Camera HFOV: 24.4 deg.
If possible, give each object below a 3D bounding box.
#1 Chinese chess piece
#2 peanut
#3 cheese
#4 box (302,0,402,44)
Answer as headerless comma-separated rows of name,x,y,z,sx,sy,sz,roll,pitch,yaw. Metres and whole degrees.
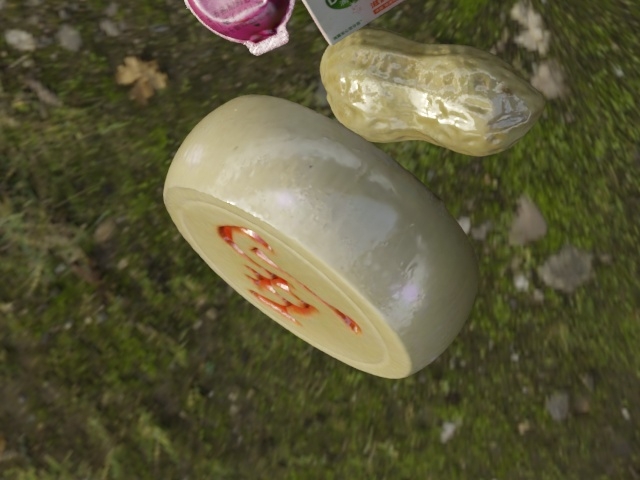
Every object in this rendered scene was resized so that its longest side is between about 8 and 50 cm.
Chinese chess piece,0.000,0.000,1.182,0.273,0.273,0.102,36,74,-1
peanut,0.101,-0.145,1.484,0.256,0.123,0.124,19,106,38
cheese,-0.108,-0.312,1.579,0.155,0.062,0.244,-21,105,37
box,0.038,-0.226,1.201,0.125,0.089,0.043,-32,58,5
